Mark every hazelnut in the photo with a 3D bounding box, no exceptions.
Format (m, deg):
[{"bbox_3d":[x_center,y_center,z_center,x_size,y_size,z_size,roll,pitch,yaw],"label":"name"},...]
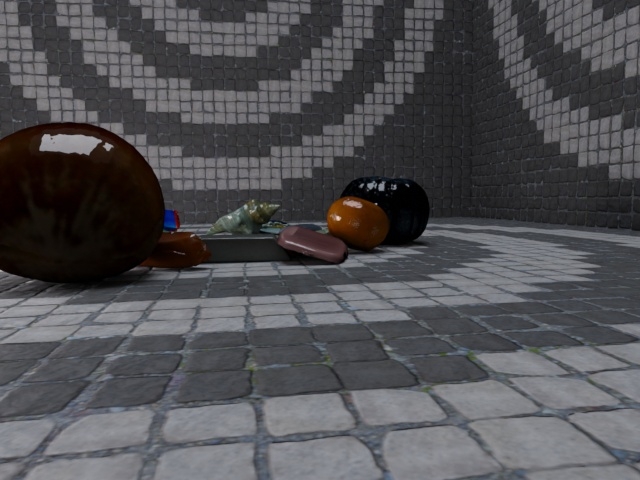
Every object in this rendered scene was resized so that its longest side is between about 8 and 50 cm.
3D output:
[{"bbox_3d":[-0.587,-0.091,1.190,0.429,0.403,0.402,9,1,-19],"label":"hazelnut"}]

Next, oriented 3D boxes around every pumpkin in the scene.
[{"bbox_3d":[0.248,-0.118,1.979,0.363,0.266,0.363,4,7,0],"label":"pumpkin"}]

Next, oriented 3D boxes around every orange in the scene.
[{"bbox_3d":[0.121,-0.055,1.714,0.224,0.170,0.224,18,-3,1],"label":"orange"}]

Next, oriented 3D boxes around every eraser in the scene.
[{"bbox_3d":[-0.264,0.024,1.523,0.352,0.077,0.111,-1,8,-6],"label":"eraser"}]

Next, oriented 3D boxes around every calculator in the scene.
[{"bbox_3d":[-0.019,0.010,1.531,0.220,0.048,0.330,18,10,1],"label":"calculator"}]

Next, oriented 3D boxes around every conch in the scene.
[{"bbox_3d":[-0.366,-0.082,2.397,0.386,0.170,0.203,-34,-22,2],"label":"conch"}]

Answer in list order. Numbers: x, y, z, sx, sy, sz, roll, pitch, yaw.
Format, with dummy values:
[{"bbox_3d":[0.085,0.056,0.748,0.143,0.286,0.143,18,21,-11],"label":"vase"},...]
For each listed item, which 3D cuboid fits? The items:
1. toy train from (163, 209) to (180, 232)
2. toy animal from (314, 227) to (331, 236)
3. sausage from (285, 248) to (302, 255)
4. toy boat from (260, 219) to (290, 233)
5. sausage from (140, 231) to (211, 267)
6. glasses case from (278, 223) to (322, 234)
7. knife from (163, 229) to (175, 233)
[{"bbox_3d":[-0.651,-0.055,1.996,0.204,0.083,0.131,-22,-16,32],"label":"toy train"},{"bbox_3d":[0.000,-0.006,1.863,0.216,0.074,0.176,-11,4,-37],"label":"toy animal"},{"bbox_3d":[-0.116,0.029,1.620,0.131,0.041,0.039,1,11,23],"label":"sausage"},{"bbox_3d":[-0.219,-0.048,2.573,0.220,0.067,0.291,-4,17,-29],"label":"toy boat"},{"bbox_3d":[-0.449,0.028,1.386,0.330,0.102,0.102,1,5,26],"label":"sausage"},{"bbox_3d":[-0.086,-0.041,2.272,0.109,0.067,0.282,5,5,25],"label":"glasses case"},{"bbox_3d":[-0.562,-0.019,1.967,0.054,0.015,0.212,19,-4,4],"label":"knife"}]
